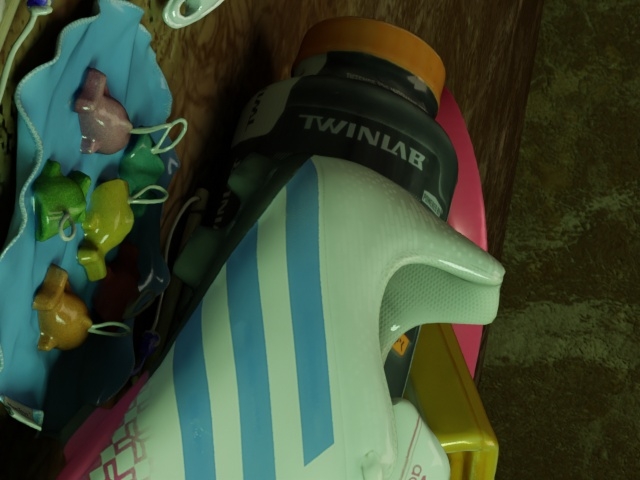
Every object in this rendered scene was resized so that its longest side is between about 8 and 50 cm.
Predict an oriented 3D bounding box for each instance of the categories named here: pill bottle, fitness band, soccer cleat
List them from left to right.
[{"bbox_3d":[-0.035,0.109,0.524,0.331,0.143,0.116,-60,168,-21],"label":"soccer cleat"},{"bbox_3d":[0.000,0.000,0.715,0.130,0.130,0.246,73,30,-64],"label":"pill bottle"},{"bbox_3d":[0.067,0.013,0.986,0.209,0.054,0.291,-106,-165,-46],"label":"fitness band"}]

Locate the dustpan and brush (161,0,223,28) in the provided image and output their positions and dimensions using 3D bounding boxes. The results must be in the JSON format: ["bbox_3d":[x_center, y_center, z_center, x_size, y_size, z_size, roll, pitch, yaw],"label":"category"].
[{"bbox_3d":[-0.012,-0.172,0.639,0.211,0.060,0.147,-43,130,-20],"label":"dustpan and brush"}]

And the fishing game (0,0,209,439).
[{"bbox_3d":[-0.087,-0.006,0.541,0.264,0.041,0.189,77,25,-61],"label":"fishing game"}]

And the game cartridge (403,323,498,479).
[{"bbox_3d":[0.045,0.116,0.890,0.324,0.052,0.285,-103,-169,-50],"label":"game cartridge"}]

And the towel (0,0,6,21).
[{"bbox_3d":[-0.133,-0.110,0.221,0.317,0.053,0.332,62,41,-71],"label":"towel"}]
